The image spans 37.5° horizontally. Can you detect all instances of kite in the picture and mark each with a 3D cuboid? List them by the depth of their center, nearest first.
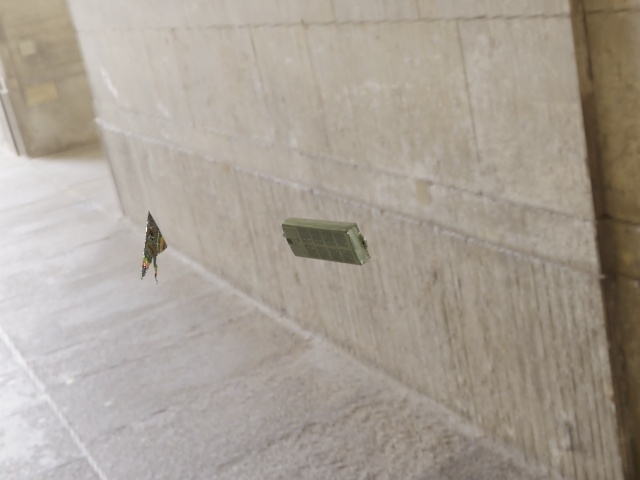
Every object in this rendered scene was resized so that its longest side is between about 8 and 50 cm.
[{"bbox_3d":[-0.196,0.007,1.114,0.004,0.090,0.122,-2,12,6],"label":"kite"}]

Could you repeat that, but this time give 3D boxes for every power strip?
[{"bbox_3d":[0.000,0.000,1.070,0.136,0.051,0.019,7,40,47],"label":"power strip"}]
